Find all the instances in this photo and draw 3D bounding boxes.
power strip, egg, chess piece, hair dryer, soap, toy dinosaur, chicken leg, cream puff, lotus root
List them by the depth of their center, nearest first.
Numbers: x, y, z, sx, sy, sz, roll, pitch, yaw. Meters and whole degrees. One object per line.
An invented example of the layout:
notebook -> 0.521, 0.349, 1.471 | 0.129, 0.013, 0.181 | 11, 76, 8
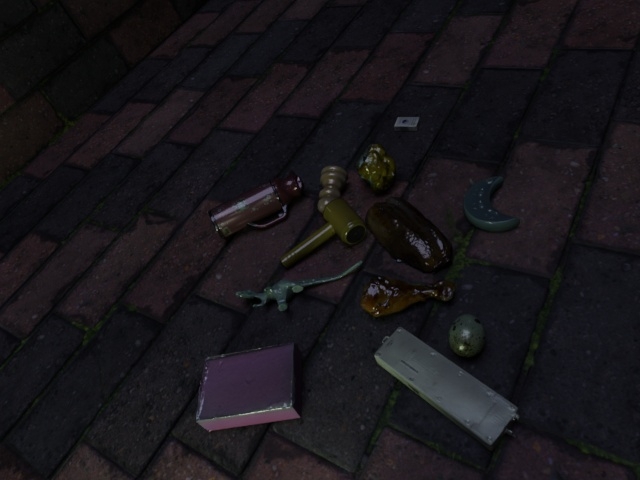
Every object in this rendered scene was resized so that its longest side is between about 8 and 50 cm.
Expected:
power strip -> 0.281, 0.329, 1.138 | 0.106, 0.043, 0.367 | -43, 48, -16
egg -> 0.346, 0.222, 1.177 | 0.085, 0.085, 0.110 | -1, 39, 22
soap -> -0.174, 0.369, 1.268 | 0.259, 0.081, 0.181 | -13, 48, 11
chicken leg -> 0.226, 0.142, 1.310 | 0.251, 0.087, 0.108 | -5, 70, 10
toy dinosaur -> -0.063, 0.144, 1.420 | 0.382, 0.076, 0.129 | -8, 24, 7
power strip -> 0.480, -0.111, 1.442 | 0.137, 0.044, 0.216 | -14, 47, 12
lotus root -> 0.249, -0.031, 1.447 | 0.167, 0.078, 0.329 | -37, 46, -8
hair dryer -> 0.000, 0.000, 1.530 | 0.278, 0.090, 0.135 | -36, 49, -2
cream puff -> 0.183, -0.231, 1.616 | 0.121, 0.156, 0.156 | -42, 46, 6
chess piece -> 0.032, -0.154, 1.647 | 0.094, 0.094, 0.171 | 0, 58, 23

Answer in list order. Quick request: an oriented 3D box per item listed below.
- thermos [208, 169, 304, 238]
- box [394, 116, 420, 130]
thermos -> -0.204, -0.119, 1.690 | 0.330, 0.110, 0.136 | -27, 45, -2
box -> 0.312, -0.419, 1.799 | 0.083, 0.024, 0.054 | 7, 56, 27
